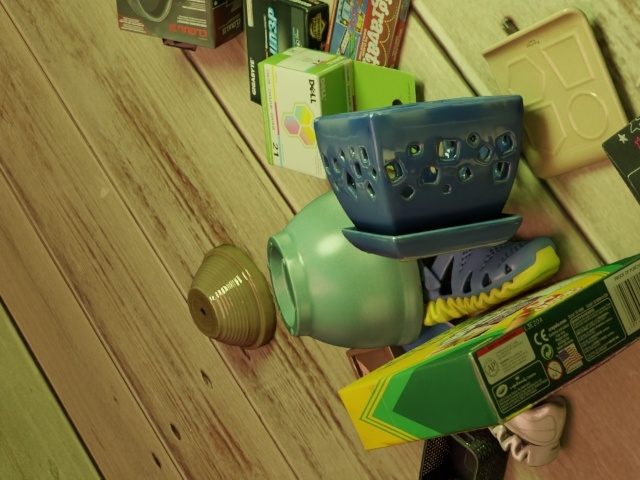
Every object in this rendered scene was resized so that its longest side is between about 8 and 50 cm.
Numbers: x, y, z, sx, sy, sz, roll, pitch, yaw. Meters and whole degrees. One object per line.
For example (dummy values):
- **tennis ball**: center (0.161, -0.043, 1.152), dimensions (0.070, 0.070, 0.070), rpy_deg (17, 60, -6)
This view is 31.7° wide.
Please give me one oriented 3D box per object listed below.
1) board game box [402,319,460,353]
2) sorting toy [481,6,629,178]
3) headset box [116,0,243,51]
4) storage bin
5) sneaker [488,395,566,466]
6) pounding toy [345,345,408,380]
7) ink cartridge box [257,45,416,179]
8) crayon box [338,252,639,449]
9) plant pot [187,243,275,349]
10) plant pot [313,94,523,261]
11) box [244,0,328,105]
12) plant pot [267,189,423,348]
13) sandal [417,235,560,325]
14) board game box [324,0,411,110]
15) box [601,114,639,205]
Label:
- **board game box**: center (0.215, 0.183, 1.920), dimensions (0.169, 0.033, 0.133), rpy_deg (-11, 117, 51)
- **sorting toy**: center (0.328, -0.198, 1.538), dimensions (0.193, 0.038, 0.208), rpy_deg (-19, 98, 57)
- **headset box**: center (-0.260, -0.489, 2.045), dimensions (0.218, 0.110, 0.293), rpy_deg (16, 125, 23)
- **storage bin**: center (0.248, 0.386, 1.956), dimensions (0.122, 0.084, 0.180), rpy_deg (36, 137, 37)
- **sneaker**: center (0.268, 0.241, 1.824), dimensions (0.292, 0.110, 0.118), rpy_deg (28, 122, 25)
- **pounding toy**: center (0.119, 0.218, 2.041), dimensions (0.141, 0.100, 0.130), rpy_deg (-20, 93, 46)
- **ink cartridge box**: center (0.029, -0.198, 1.836), dimensions (0.255, 0.097, 0.188), rpy_deg (19, 126, 37)
- **crayon box**: center (0.254, 0.153, 1.552), dimensions (0.313, 0.363, 0.106), rpy_deg (-26, 88, 56)
- **plant pot**: center (-0.210, 0.135, 2.417), dimensions (0.237, 0.110, 0.237), rpy_deg (33, 134, 42)
- **plant pot**: center (0.145, -0.091, 1.611), dimensions (0.236, 0.236, 0.212), rpy_deg (-167, 68, -70)
- **box**: center (-0.059, -0.327, 1.976), dimensions (0.175, 0.051, 0.220), rpy_deg (30, 133, 41)
- **plant pot**: center (0.025, 0.054, 1.878), dimensions (0.293, 0.196, 0.293), rpy_deg (167, 90, -75)
- **sandal**: center (0.236, 0.039, 1.734), dimensions (0.317, 0.126, 0.138), rpy_deg (-25, 85, 55)
- **board game box**: center (0.074, -0.348, 1.802), dimensions (0.145, 0.027, 0.281), rpy_deg (42, 139, 30)
- **box**: center (0.477, -0.120, 1.279), dimensions (0.163, 0.142, 0.247), rpy_deg (59, 147, 9)
